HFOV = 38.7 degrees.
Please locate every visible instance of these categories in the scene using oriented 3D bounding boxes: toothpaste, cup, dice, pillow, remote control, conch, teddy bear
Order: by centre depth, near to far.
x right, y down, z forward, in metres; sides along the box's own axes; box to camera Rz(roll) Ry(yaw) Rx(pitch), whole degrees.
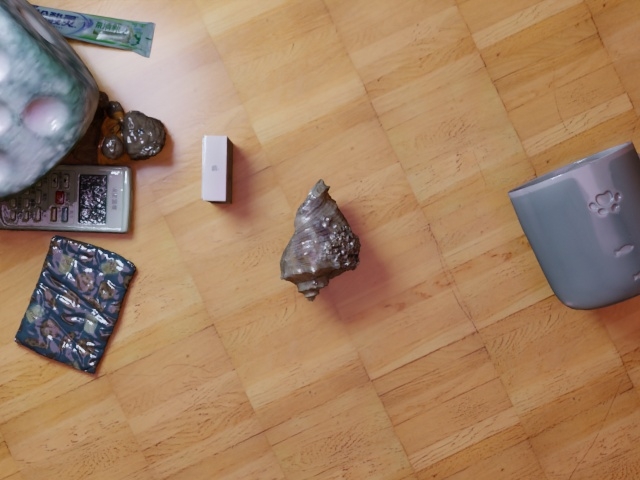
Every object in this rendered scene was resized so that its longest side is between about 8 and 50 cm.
[{"bbox_3d":[-0.647,-0.286,1.696,0.348,0.328,0.330,-43,132,5],"label":"dice"},{"bbox_3d":[0.581,-0.037,1.830,0.356,0.259,0.275,-23,91,-32],"label":"cup"},{"bbox_3d":[0.000,0.000,1.834,0.162,0.178,0.245,2,88,-5],"label":"conch"},{"bbox_3d":[-0.410,-0.212,1.855,0.190,0.177,0.140,1,129,-5],"label":"teddy bear"},{"bbox_3d":[-0.495,-0.442,1.882,0.296,0.048,0.075,9,91,-13],"label":"toothpaste"},{"bbox_3d":[-0.564,-0.089,1.892,0.344,0.050,0.145,1,90,-1],"label":"remote control"},{"bbox_3d":[-0.510,0.131,1.899,0.189,0.034,0.256,21,90,-1],"label":"pillow"}]

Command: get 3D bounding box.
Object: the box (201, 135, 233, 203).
[{"bbox_3d":[-0.209,-0.142,1.856,0.051,0.130,0.129,1,90,1],"label":"box"}]
